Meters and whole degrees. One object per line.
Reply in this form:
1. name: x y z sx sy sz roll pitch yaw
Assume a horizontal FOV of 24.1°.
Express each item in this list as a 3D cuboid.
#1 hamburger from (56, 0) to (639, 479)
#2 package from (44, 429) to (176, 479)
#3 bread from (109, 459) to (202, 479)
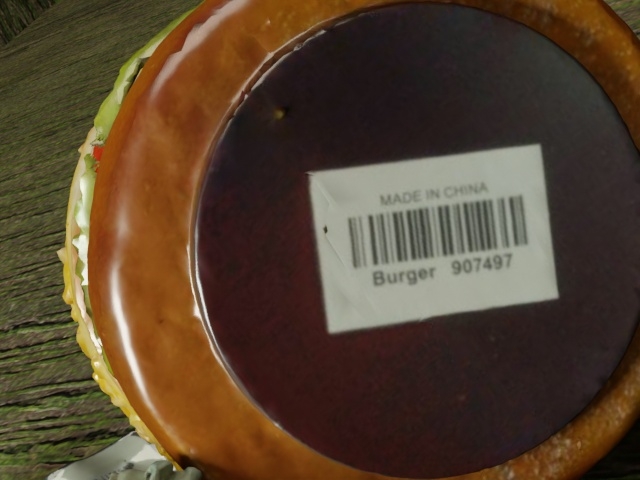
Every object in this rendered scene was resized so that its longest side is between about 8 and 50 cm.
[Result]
1. hamburger: 0.021 0.000 0.823 0.330 0.330 0.250 -34 8 -8
2. package: -0.117 0.198 0.959 0.166 0.040 0.232 -34 32 -29
3. bread: -0.108 0.219 0.714 0.210 0.192 0.110 -26 20 15
